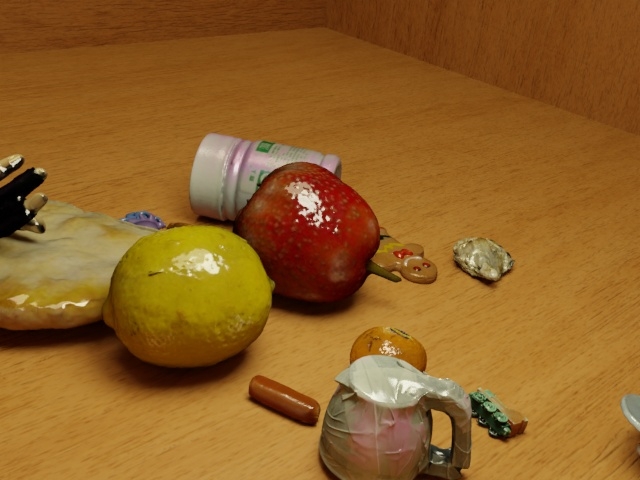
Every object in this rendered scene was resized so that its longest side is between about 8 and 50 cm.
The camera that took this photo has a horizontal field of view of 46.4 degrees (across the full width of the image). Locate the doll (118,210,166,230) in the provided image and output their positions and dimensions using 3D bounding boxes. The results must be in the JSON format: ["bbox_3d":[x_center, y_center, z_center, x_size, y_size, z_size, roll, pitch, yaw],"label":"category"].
[{"bbox_3d":[-0.410,-0.031,1.692,0.110,0.067,0.206,-18,23,-16],"label":"doll"}]

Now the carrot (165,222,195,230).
[{"bbox_3d":[-0.258,0.004,1.671,0.248,0.059,0.059,24,32,34],"label":"carrot"}]

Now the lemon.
[{"bbox_3d":[-0.226,0.097,1.295,0.284,0.260,0.260,9,28,-2],"label":"lemon"}]

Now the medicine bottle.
[{"bbox_3d":[-0.127,-0.131,1.790,0.325,0.212,0.212,12,28,9],"label":"medicine bottle"}]

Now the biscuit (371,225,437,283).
[{"bbox_3d":[0.172,0.029,1.749,0.165,0.036,0.250,-18,37,-37],"label":"biscuit"}]

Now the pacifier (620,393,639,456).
[{"bbox_3d":[0.612,0.307,1.156,0.227,0.207,0.279,16,24,-22],"label":"pacifier"}]

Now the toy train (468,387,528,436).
[{"bbox_3d":[0.297,0.292,1.275,0.064,0.044,0.103,-7,33,-32],"label":"toy train"}]

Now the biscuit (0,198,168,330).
[{"bbox_3d":[-0.518,0.053,1.460,0.429,0.104,0.446,14,26,14],"label":"biscuit"}]

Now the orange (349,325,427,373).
[{"bbox_3d":[0.114,0.211,1.304,0.135,0.117,0.135,30,7,-4],"label":"orange"}]

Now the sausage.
[{"bbox_3d":[-0.058,0.265,1.240,0.131,0.039,0.041,21,23,22],"label":"sausage"}]

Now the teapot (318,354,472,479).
[{"bbox_3d":[0.110,0.275,1.112,0.221,0.178,0.163,25,33,28],"label":"teapot"}]

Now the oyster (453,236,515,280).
[{"bbox_3d":[0.388,0.036,1.747,0.163,0.081,0.191,4,31,-17],"label":"oyster"}]

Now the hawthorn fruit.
[{"bbox_3d":[0.000,0.000,1.531,0.369,0.284,0.285,23,30,7],"label":"hawthorn fruit"}]

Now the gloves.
[{"bbox_3d":[-0.628,-0.070,1.395,0.301,0.197,0.152,-14,53,19],"label":"gloves"}]
